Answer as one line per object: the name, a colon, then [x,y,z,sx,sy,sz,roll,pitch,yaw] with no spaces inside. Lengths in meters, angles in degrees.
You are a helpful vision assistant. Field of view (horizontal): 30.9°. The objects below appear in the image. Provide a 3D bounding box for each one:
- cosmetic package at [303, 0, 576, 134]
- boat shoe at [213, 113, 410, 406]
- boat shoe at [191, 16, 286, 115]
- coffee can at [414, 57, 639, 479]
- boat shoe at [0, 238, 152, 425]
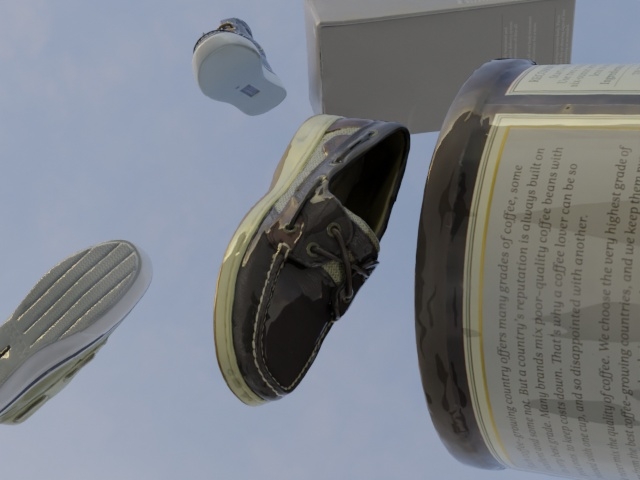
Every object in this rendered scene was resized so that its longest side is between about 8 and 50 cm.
cosmetic package: [0.106,-0.174,1.066,0.238,0.107,0.127,-5,-56,-5]
boat shoe: [0.000,0.000,0.481,0.049,0.152,0.056,-9,-44,32]
boat shoe: [-0.092,-0.178,1.103,0.065,0.183,0.083,-33,-104,6]
coffee can: [0.206,0.020,0.507,0.275,0.201,0.201,4,-74,29]
boat shoe: [-0.311,0.111,1.382,0.302,0.094,0.109,-38,-122,11]
